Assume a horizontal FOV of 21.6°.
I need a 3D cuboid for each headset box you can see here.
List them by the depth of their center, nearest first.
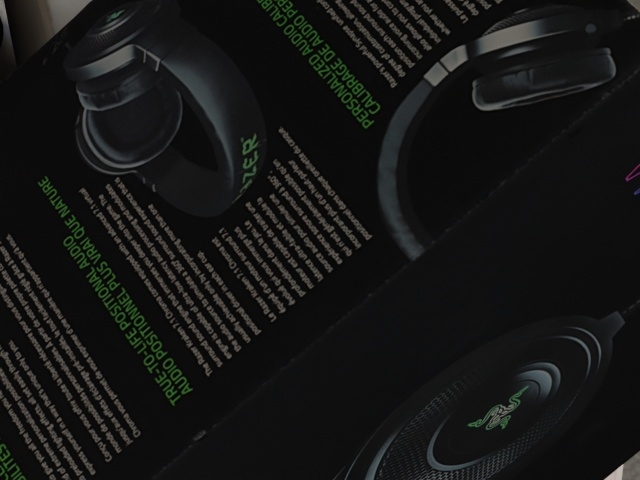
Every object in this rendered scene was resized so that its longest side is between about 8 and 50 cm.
[{"bbox_3d":[-0.015,0.039,0.535,0.131,0.283,0.246,52,4,29],"label":"headset box"}]

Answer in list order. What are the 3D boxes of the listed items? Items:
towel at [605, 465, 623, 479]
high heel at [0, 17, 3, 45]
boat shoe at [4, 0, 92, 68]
[{"bbox_3d":[0.031,0.080,0.850,0.332,0.053,0.317,46,34,-17],"label":"towel"},{"bbox_3d":[-0.179,-0.097,0.559,0.261,0.093,0.186,58,8,-59],"label":"high heel"},{"bbox_3d":[-0.048,-0.087,0.695,0.367,0.157,0.135,-158,-122,-81],"label":"boat shoe"}]
